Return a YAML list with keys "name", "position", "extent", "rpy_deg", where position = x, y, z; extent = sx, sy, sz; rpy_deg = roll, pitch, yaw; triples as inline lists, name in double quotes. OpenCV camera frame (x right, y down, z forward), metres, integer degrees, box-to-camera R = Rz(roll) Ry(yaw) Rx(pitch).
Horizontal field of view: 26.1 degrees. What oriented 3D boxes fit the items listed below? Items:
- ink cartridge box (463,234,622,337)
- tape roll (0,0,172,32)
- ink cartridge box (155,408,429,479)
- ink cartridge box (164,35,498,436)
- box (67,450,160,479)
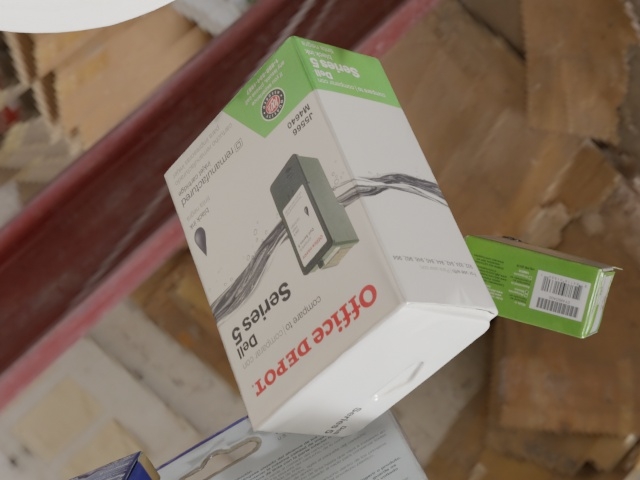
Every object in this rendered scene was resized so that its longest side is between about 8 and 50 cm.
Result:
- name: "ink cartridge box"
  position: [0.307, 0.059, 1.913]
  extent: [0.188, 0.097, 0.255]
  rpy_deg: [15, -176, 19]
- name: "tape roll"
  position: [-0.134, -0.243, 0.628]
  extent: [0.286, 0.286, 0.100]
  rpy_deg: [59, -172, -30]
- name: "ink cartridge box"
  position: [-0.051, 0.275, 1.157]
  extent: [0.071, 0.324, 0.330]
  rpy_deg: [60, -179, -28]
- name: "ink cartridge box"
  position: [0.000, 0.000, 1.163]
  extent: [0.198, 0.114, 0.273]
  rpy_deg: [-43, 55, 33]
- name: "box"
  position: [-0.218, 0.255, 1.066]
  extent: [0.136, 0.225, 0.037]
  rpy_deg: [-24, 106, 21]
